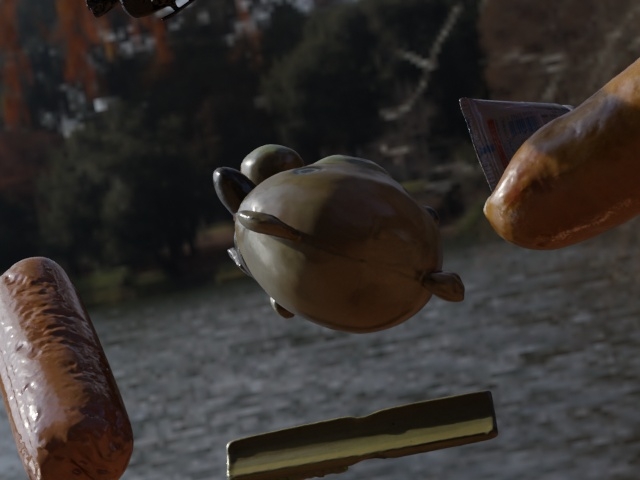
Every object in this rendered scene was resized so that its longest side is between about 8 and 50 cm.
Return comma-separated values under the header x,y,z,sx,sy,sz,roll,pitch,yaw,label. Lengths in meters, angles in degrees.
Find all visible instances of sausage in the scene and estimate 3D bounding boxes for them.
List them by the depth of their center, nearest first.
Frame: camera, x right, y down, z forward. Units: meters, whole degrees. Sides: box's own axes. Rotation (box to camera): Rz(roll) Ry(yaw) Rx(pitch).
x,y,z,sx,sy,sz,roll,pitch,yaw,label
0.238,-0.087,1.217,0.270,0.109,0.109,-40,-12,20,sausage
-0.206,0.102,1.266,0.086,0.086,0.289,-10,29,-16,sausage

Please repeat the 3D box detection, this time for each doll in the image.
x,y,z,sx,sy,sz,roll,pitch,yaw,label
0.000,0.000,1.597,0.235,0.174,0.330,21,0,-13,doll

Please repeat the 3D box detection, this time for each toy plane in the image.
x,y,z,sx,sy,sz,roll,pitch,yaw,label
-0.138,-0.278,1.641,0.197,0.053,0.078,-40,34,-17,toy plane

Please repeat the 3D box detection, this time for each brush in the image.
x,y,z,sx,sy,sz,roll,pitch,yaw,label
0.041,0.206,1.667,0.282,0.054,0.048,-13,-33,12,brush

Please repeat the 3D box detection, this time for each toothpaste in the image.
x,y,z,sx,sy,sz,roll,pitch,yaw,label
0.183,-0.090,1.453,0.057,0.089,0.234,-22,-3,26,toothpaste
